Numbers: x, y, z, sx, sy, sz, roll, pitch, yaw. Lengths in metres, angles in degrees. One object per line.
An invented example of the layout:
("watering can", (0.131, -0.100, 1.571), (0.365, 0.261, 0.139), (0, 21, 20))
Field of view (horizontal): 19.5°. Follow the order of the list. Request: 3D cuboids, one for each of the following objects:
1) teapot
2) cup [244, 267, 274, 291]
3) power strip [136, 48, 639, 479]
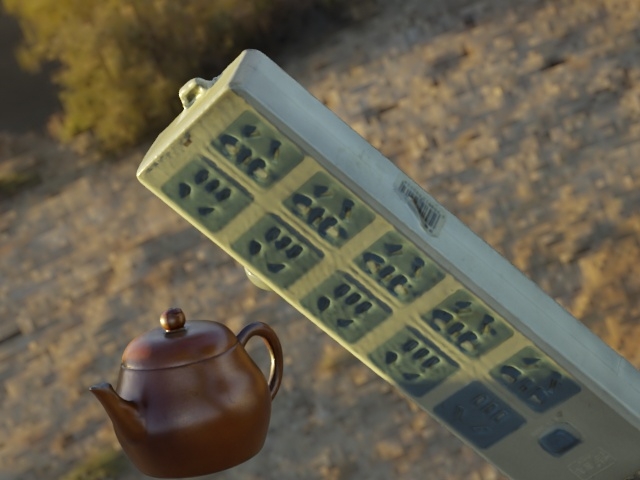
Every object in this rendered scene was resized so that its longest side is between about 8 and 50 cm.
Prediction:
("teapot", (-0.088, 0.097, 1.278), (0.116, 0.116, 0.173), (-1, 14, 45))
("cup", (0.000, 0.000, 1.191), (0.100, 0.078, 0.077), (-39, 46, -11))
("power strip", (0.059, 0.035, 1.071), (0.106, 0.367, 0.043), (-40, 16, 41))
